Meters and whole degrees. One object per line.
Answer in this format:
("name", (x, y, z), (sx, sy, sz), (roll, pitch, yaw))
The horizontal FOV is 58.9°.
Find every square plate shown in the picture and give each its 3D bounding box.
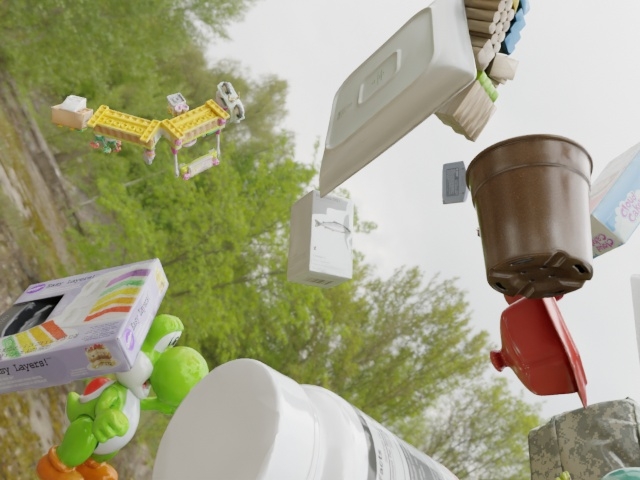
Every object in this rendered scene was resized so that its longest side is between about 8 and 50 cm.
("square plate", (0.120, -0.281, 1.036), (0.049, 0.344, 0.347), (37, 38, -24))

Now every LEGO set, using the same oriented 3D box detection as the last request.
("LEGO set", (-0.255, -0.160, 0.885), (0.107, 0.287, 0.132), (103, -31, -51))

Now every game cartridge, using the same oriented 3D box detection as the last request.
("game cartridge", (0.267, -0.114, 1.121), (0.056, 0.017, 0.083), (-4, -99, 45))

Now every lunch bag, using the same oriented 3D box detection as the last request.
("lunch bag", (0.618, 0.517, 1.224), (0.256, 0.213, 0.305), (-57, -169, 41))

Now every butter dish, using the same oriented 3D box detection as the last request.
("butter dish", (0.310, 0.162, 0.836), (0.160, 0.118, 0.160), (53, 23, -42))

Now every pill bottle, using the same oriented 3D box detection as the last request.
("pill bottle", (0.005, 0.227, 0.494), (0.283, 0.161, 0.161), (42, -3, -34))

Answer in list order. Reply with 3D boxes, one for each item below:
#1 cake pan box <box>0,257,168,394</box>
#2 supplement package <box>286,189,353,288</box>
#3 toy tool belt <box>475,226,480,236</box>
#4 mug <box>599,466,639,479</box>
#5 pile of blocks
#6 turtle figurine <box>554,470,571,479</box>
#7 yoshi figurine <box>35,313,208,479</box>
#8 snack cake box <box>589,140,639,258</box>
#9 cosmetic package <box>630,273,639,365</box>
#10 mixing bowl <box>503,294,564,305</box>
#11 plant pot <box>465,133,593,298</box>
("cake pan box", (-0.406, 0.136, 0.930), (0.245, 0.267, 0.070), (-87, 164, -65))
("supplement package", (0.000, 0.000, 1.207), (0.105, 0.105, 0.179), (-30, -127, 57))
("toy tool belt", (0.534, -0.027, 1.851), (0.051, 0.083, 0.052), (9, -79, 57))
("mug", (0.311, 0.291, 0.520), (0.157, 0.097, 0.129), (-88, -173, -48))
("pile of blocks", (0.304, -0.382, 1.094), (0.113, 0.149, 0.362), (33, -65, 43))
("turtle figurine", (0.480, 0.485, 0.932), (0.087, 0.269, 0.217), (35, -3, -42))
("yoshi figurine", (-0.345, 0.321, 1.070), (0.203, 0.362, 0.203), (35, -6, -28))
("snack cake box", (0.619, -0.087, 1.184), (0.089, 0.264, 0.152), (43, -19, 4))
("cosmetic package", (0.776, 0.203, 0.964), (0.327, 0.394, 0.329), (7, 77, -66))
("mixing bowl", (0.611, 0.153, 1.674), (0.181, 0.181, 0.098), (51, -39, 39))
("plant pot", (0.277, -0.022, 0.740), (0.167, 0.167, 0.165), (104, -7, -61))
